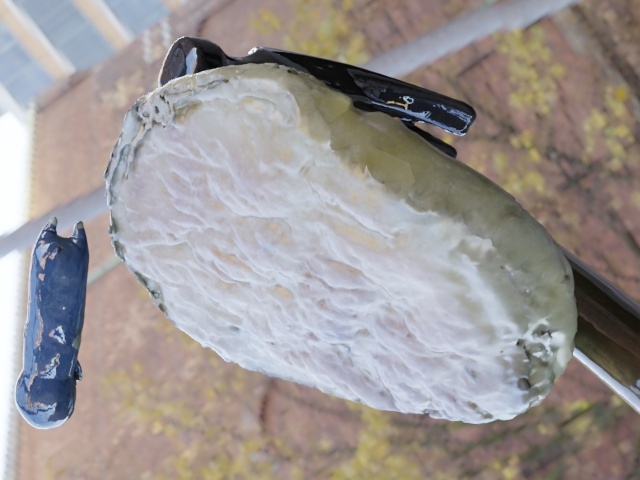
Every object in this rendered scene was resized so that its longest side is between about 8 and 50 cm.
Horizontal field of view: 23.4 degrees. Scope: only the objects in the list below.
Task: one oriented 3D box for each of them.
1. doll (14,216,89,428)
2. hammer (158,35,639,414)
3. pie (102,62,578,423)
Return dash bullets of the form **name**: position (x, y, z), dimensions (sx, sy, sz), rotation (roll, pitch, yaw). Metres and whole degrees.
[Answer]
- **doll**: position (-0.153, 0.048, 0.888), dimensions (0.027, 0.037, 0.125), rotation (-34, -46, -76)
- **hammer**: position (0.094, 0.019, 0.683), dimensions (0.168, 0.044, 0.440), rotation (5, -154, -38)
- **pie**: position (-0.002, 0.003, 0.638), dimensions (0.218, 0.052, 0.185), rotation (10, 145, 36)
